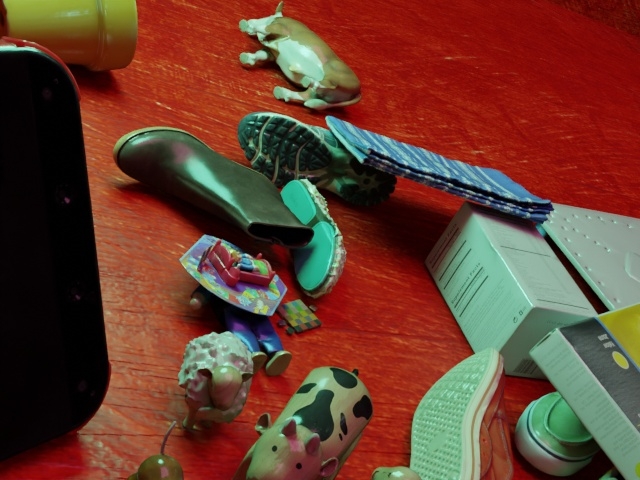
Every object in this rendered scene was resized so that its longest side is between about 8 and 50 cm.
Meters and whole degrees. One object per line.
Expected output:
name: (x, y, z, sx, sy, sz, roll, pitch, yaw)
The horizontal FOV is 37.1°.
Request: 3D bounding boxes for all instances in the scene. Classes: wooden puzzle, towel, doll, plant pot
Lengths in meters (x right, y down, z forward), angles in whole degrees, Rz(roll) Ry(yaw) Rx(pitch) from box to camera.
wooden puzzle: (-0.030, 0.102, 1.272, 0.083, 0.006, 0.049, -12, 50, -48)
towel: (0.188, -0.122, 1.530, 0.336, 0.040, 0.243, 17, 15, -19)
doll: (-0.107, 0.086, 1.194, 0.129, 0.046, 0.189, 5, 39, -37)
plant pot: (-0.411, -0.357, 1.477, 0.188, 0.205, 0.205, -15, 50, -30)

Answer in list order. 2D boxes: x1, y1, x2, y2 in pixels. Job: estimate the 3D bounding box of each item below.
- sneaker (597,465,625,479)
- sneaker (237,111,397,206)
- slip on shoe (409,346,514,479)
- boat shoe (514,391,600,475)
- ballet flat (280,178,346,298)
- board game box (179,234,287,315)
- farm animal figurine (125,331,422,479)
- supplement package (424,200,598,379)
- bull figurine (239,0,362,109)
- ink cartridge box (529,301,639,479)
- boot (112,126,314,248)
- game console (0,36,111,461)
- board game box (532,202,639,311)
sneaker: (0.412, 0.319, 1.238, 0.185, 0.084, 0.069, -10, 48, -47)
sneaker: (-0.016, -0.140, 1.575, 0.283, 0.110, 0.122, 22, 18, -25)
slip on shoe: (0.179, 0.245, 1.146, 0.101, 0.123, 0.331, 48, 28, -13)
boat shoe: (0.370, 0.231, 1.325, 0.109, 0.094, 0.302, 43, 33, 22)
ballet flat: (0.000, 0.000, 1.383, 0.077, 0.091, 0.241, 38, 25, -37)
board game box: (-0.100, 0.031, 1.213, 0.133, 0.033, 0.169, 32, 19, 0)
farm animal figurine: (-0.008, 0.233, 0.932, 0.330, 0.172, 0.327, 26, 30, -6)
supplement package: (0.284, 0.073, 1.448, 0.139, 0.134, 0.244, 12, 34, -29)
bull figurine: (-0.055, -0.360, 1.852, 0.310, 0.101, 0.188, 41, 36, 23)
ink cartridge box: (0.454, 0.230, 1.257, 0.303, 0.072, 0.307, -6, 53, -51)
boot: (-0.145, -0.072, 1.322, 0.248, 0.090, 0.207, 13, 18, -39)
game console: (-0.339, 0.025, 0.816, 0.060, 0.387, 0.342, 6, 15, 41)
board game box: (0.608, 0.084, 1.785, 0.390, 0.050, 0.390, 7, 36, -33)
